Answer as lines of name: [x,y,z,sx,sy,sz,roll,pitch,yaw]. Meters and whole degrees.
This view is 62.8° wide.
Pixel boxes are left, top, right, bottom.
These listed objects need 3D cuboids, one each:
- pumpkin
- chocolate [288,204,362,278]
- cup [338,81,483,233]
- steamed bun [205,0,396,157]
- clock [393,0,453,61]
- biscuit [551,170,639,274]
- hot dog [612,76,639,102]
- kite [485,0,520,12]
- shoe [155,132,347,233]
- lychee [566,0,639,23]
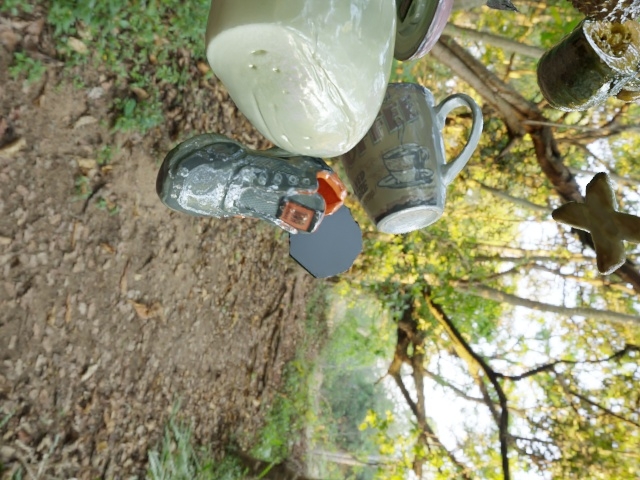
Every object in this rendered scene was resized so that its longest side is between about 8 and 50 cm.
pumpkin: [0.694,-0.432,1.344,0.325,0.242,0.232,-37,171,-35]
chocolate: [0.000,0.000,1.062,0.133,0.156,0.156,170,-71,-75]
cup: [0.191,-0.166,1.062,0.227,0.301,0.257,18,54,-60]
steamed bun: [-0.004,-0.209,0.564,0.250,0.154,0.200,39,56,-56]
clock: [0.197,-0.494,1.079,0.244,0.056,0.245,-175,-90,-71]
biscuit: [0.654,-0.043,1.206,0.164,0.047,0.208,-49,-136,26]
hot dog: [0.999,-0.471,1.551,0.100,0.249,0.068,-82,155,-65]
kite: [0.395,-0.565,1.207,0.139,0.156,0.011,-59,-179,-42]
shoe: [-0.077,-0.067,0.799,0.336,0.171,0.132,-11,132,-50]
lychee: [0.608,-0.597,1.082,0.267,0.267,0.268,8,90,-89]
